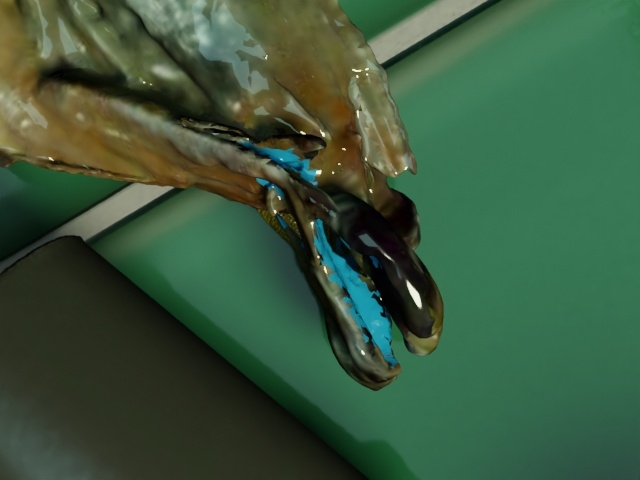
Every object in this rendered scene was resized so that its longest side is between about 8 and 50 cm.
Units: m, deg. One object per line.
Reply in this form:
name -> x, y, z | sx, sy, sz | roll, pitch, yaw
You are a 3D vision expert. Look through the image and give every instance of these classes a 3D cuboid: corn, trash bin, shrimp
corn -> 0.000, 0.000, 0.858 | 0.083, 0.028, 0.027 | 41, 92, 4
trash bin -> -0.058, 0.168, 0.764 | 0.214, 0.214, 0.334 | -45, 86, -2
shrimp -> -0.100, -0.102, 0.811 | 0.221, 0.110, 0.445 | -43, 81, 0
